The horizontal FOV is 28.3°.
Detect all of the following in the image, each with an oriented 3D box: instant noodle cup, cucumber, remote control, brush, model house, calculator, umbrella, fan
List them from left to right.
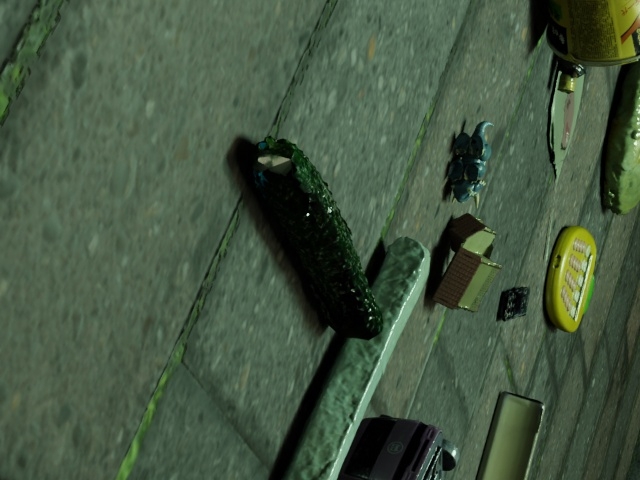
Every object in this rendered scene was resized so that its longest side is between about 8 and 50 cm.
[{"bbox_3d":[0.001,0.000,0.872,0.257,0.043,0.044,63,39,-57],"label":"cucumber"},{"bbox_3d":[0.137,0.021,1.223,0.058,0.057,0.083,15,108,-43],"label":"model house"},{"bbox_3d":[0.209,0.347,1.569,0.050,0.060,0.321,70,36,-71],"label":"brush"},{"bbox_3d":[0.235,0.075,1.538,0.096,0.014,0.039,-6,107,-66],"label":"remote control"},{"bbox_3d":[0.311,-0.116,1.630,0.182,0.010,0.310,-37,135,-60],"label":"fan"},{"bbox_3d":[0.360,0.056,1.818,0.235,0.032,0.146,37,67,-65],"label":"calculator"},{"bbox_3d":[0.304,-0.246,1.503,0.040,0.037,0.144,38,63,-81],"label":"umbrella"},{"bbox_3d":[0.307,-0.279,1.369,0.151,0.151,0.122,-61,142,-37],"label":"instant noodle cup"}]

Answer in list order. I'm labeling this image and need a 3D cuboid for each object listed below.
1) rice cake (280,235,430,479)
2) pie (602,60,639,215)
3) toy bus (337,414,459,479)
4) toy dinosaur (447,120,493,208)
[{"bbox_3d":[0.031,0.098,1.002,0.045,0.042,0.245,92,22,-55],"label":"rice cake"},{"bbox_3d":[0.513,-0.178,2.023,0.306,0.071,0.306,-45,142,-52],"label":"pie"},{"bbox_3d":[0.058,0.230,1.074,0.178,0.098,0.087,86,27,-42],"label":"toy bus"},{"bbox_3d":[0.143,-0.074,1.204,0.047,0.030,0.083,6,97,-70],"label":"toy dinosaur"}]
